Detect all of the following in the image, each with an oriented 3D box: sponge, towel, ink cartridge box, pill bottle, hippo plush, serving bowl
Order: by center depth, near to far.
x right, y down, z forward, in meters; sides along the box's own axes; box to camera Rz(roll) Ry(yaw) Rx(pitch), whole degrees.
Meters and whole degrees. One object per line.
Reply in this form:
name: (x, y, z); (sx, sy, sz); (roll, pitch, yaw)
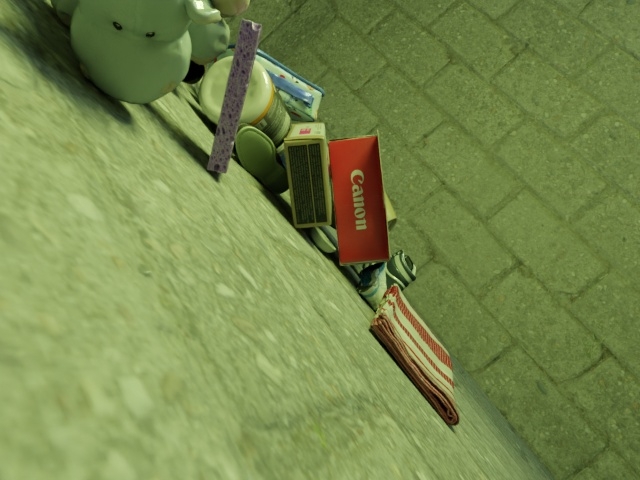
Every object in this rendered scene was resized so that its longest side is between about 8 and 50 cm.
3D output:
hippo plush: (-0.169, -0.280, 0.509); (0.234, 0.294, 0.236); (6, 44, -33)
sponge: (-0.128, -0.211, 0.674); (0.031, 0.210, 0.117); (14, 18, -13)
towel: (0.212, 0.219, 0.973); (0.237, 0.037, 0.329); (52, 15, 3)
ink cartridge box: (-0.023, -0.157, 1.038); (0.234, 0.088, 0.193); (-87, 172, -68)
serving bowl: (0.000, 0.000, 1.073); (0.083, 0.027, 0.083); (49, 6, -7)
pill bottle: (-0.161, -0.297, 1.075); (0.162, 0.162, 0.278); (51, 3, 12)
ink cartridge box: (0.098, -0.096, 1.146); (0.272, 0.130, 0.309); (17, 67, -84)

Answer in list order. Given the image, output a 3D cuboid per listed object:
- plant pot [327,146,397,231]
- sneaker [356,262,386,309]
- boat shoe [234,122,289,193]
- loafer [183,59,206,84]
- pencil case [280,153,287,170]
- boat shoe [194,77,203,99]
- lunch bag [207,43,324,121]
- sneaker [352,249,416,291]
plant pot: (0.096, -0.120, 1.385); (0.274, 0.256, 0.256); (50, 6, 18)
sneaker: (0.139, 0.118, 1.158); (0.083, 0.071, 0.190); (61, 23, -12)
boat shoe: (-0.136, -0.187, 1.014); (0.068, 0.081, 0.228); (57, 1, 32)
loafer: (-0.292, -0.370, 0.905); (0.366, 0.134, 0.130); (-78, 148, -70)
pencil case: (-0.135, -0.301, 1.512); (0.306, 0.119, 0.133); (41, 12, -52)
boat shoe: (-0.239, -0.355, 1.214); (0.084, 0.095, 0.258); (57, 8, 26)
lunch bag: (-0.141, -0.421, 1.232); (0.303, 0.115, 0.243); (16, 2, -40)
sneaker: (0.183, 0.067, 1.379); (0.099, 0.153, 0.282); (45, 7, -39)
